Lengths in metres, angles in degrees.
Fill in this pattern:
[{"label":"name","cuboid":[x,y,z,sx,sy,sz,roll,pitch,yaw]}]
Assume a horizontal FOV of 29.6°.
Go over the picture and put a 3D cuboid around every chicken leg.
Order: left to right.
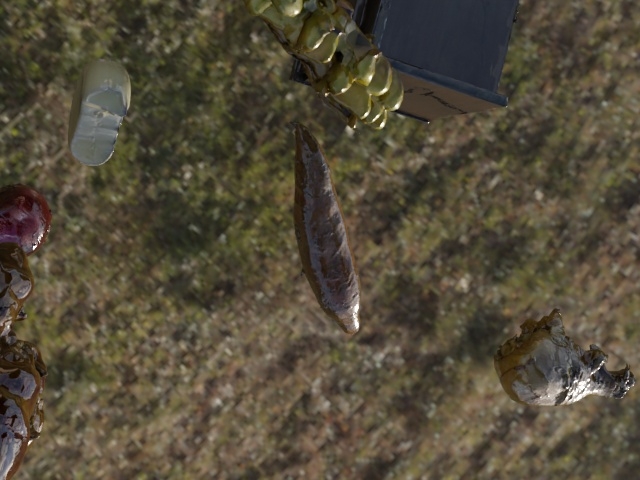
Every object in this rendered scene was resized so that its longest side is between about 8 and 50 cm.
[{"label":"chicken leg","cuboid":[0.282,0.142,1.391,0.207,0.101,0.085,12,149,-35]}]

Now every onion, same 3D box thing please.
[{"label":"onion","cuboid":[-0.482,-0.030,1.891,0.131,0.131,0.131,-25,135,-28]}]

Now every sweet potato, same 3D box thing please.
[{"label":"sweet potato","cuboid":[0.000,0.000,1.461,0.072,0.066,0.314,-20,120,-5]}]

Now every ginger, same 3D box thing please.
[{"label":"ginger","cuboid":[-0.383,0.125,1.273,0.274,0.152,0.358,-34,122,-52]}]

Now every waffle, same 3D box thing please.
[{"label":"waffle","cuboid":[-0.036,-0.165,0.738,0.051,0.232,0.228,-43,151,10]}]

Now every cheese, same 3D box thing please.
[{"label":"cheese","cuboid":[-0.342,-0.216,1.851,0.070,0.249,0.163,10,114,-18]}]

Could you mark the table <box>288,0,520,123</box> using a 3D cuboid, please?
[{"label":"table","cuboid":[0.090,-0.228,1.216,0.172,0.193,0.169,15,87,-19]}]
